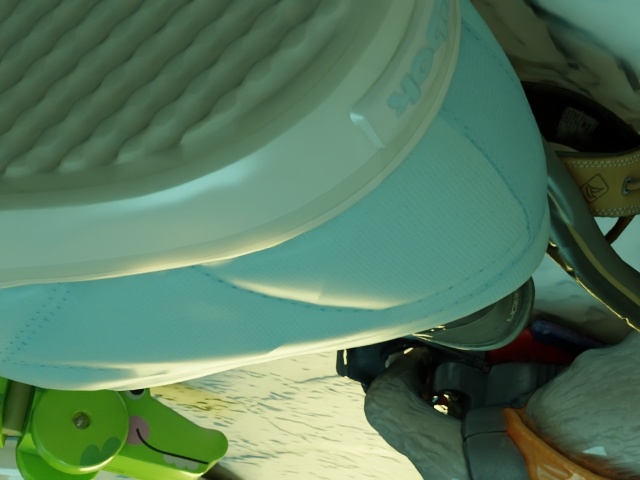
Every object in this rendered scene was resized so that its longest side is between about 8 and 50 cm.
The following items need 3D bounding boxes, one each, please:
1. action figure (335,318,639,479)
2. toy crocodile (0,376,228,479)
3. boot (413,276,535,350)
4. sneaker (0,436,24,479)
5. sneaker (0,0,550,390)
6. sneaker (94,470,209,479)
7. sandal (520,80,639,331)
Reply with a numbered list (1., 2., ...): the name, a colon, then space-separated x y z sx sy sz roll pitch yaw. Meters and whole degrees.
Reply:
1. action figure: 0.135 0.178 0.940 0.341 0.178 0.330 15 131 -10
2. toy crocodile: -0.231 0.106 1.187 0.340 0.105 0.115 14 158 -7
3. boot: -0.001 -0.002 0.701 0.190 0.076 0.208 8 177 16
4. sneaker: -0.206 0.235 1.473 0.229 0.092 0.087 23 159 -12
5. sneaker: -0.105 -0.007 0.492 0.366 0.135 0.150 1 151 35
6. sneaker: -0.143 0.204 1.363 0.085 0.086 0.237 -3 150 43
7. sandal: 0.090 -0.036 0.653 0.219 0.060 0.090 48 -178 -35
